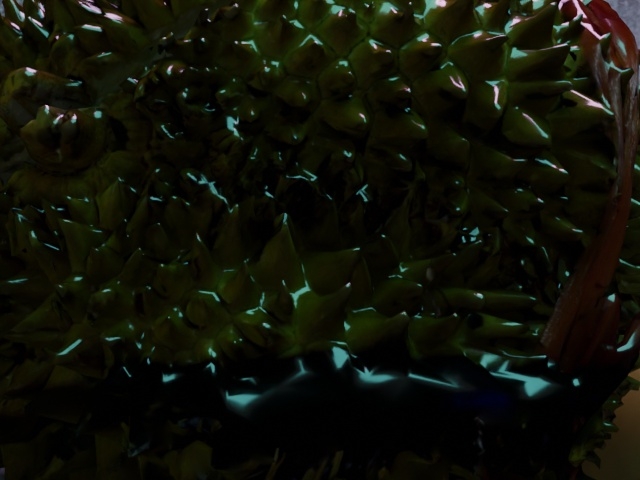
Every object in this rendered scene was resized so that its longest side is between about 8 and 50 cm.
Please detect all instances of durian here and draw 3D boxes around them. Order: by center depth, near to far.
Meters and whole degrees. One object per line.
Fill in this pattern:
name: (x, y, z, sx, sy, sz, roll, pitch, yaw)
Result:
durian: (-0.001, 0.005, 0.769, 0.347, 0.348, 0.384, 27, -3, 44)

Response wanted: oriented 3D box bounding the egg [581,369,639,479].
egg: (0.298, 0.136, 1.014, 0.322, 0.250, 0.250, 16, 7, -27)
